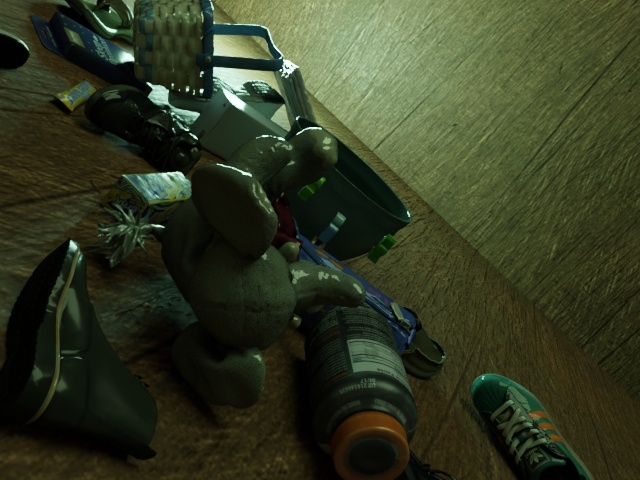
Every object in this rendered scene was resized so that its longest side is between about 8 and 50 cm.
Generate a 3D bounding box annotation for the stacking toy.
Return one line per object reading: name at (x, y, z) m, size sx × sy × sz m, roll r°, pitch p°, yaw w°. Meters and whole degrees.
stacking toy at (0.000, 0.000, 1.118) m, size 0.167 × 0.221 × 0.052 m, roll 40°, pitch 42°, yaw -8°

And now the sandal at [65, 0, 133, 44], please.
sandal at (-0.473, -0.520, 1.543) m, size 0.120 × 0.086 × 0.303 m, roll 44°, pitch 16°, yaw 6°

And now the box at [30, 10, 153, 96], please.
box at (-0.442, -0.367, 1.318) m, size 0.225 × 0.036 × 0.136 m, roll 22°, pitch 26°, yaw -48°

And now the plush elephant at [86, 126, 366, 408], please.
plush elephant at (-0.073, 0.030, 0.780) m, size 0.330 × 0.271 × 0.255 m, roll -5°, pitch 28°, yaw -31°

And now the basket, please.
basket at (-0.235, -0.403, 1.384) m, size 0.289 × 0.201 × 0.254 m, roll -4°, pitch 31°, yaw -12°

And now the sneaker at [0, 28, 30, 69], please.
sneaker at (-0.501, -0.306, 0.979) m, size 0.161 × 0.057 × 0.075 m, roll 11°, pitch 40°, yaw -57°

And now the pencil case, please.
pencil case at (0.017, 0.088, 1.061) m, size 0.306 × 0.133 × 0.119 m, roll 40°, pitch 43°, yaw -7°

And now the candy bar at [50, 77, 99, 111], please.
candy bar at (-0.403, -0.241, 1.118) m, size 0.040 × 0.018 × 0.161 m, roll 39°, pitch 17°, yaw -14°

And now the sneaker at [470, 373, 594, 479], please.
sneaker at (0.393, 0.374, 1.248) m, size 0.302 × 0.108 × 0.121 m, roll 49°, pitch 13°, yaw 15°

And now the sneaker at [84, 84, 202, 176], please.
sneaker at (-0.278, -0.179, 1.124) m, size 0.130 × 0.087 × 0.227 m, roll 43°, pitch 9°, yaw 27°

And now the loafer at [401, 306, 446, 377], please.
loafer at (0.160, 0.178, 1.238) m, size 0.251 × 0.087 × 0.094 m, roll 28°, pitch 22°, yaw -42°

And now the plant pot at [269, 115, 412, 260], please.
plant pot at (0.004, -0.070, 1.315) m, size 0.293 × 0.196 × 0.293 m, roll 39°, pitch 17°, yaw -14°

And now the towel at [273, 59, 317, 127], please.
towel at (-0.040, -0.273, 1.669) m, size 0.317 × 0.053 × 0.331 m, roll -112°, pitch -176°, yaw -71°

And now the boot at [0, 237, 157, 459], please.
boot at (-0.209, 0.101, 0.620) m, size 0.137 × 0.077 × 0.198 m, roll 37°, pitch 29°, yaw -34°

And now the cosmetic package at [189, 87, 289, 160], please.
cosmetic package at (-0.155, -0.219, 1.473) m, size 0.231 × 0.117 × 0.085 m, roll 30°, pitch 19°, yaw -42°

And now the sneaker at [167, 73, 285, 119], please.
sneaker at (-0.218, -0.299, 1.552) m, size 0.297 × 0.129 × 0.111 m, roll -1°, pitch 45°, yaw -42°

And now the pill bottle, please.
pill bottle at (0.049, 0.193, 0.861) m, size 0.130 × 0.130 × 0.245 m, roll 37°, pitch 17°, yaw -18°

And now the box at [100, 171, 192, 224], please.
box at (-0.237, -0.059, 0.973) m, size 0.059 × 0.054 × 0.169 m, roll 45°, pitch 16°, yaw 7°

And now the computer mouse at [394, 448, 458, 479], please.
computer mouse at (0.131, 0.339, 0.808) m, size 0.188 × 0.072 × 0.272 m, roll 40°, pitch 4°, yaw -1°
